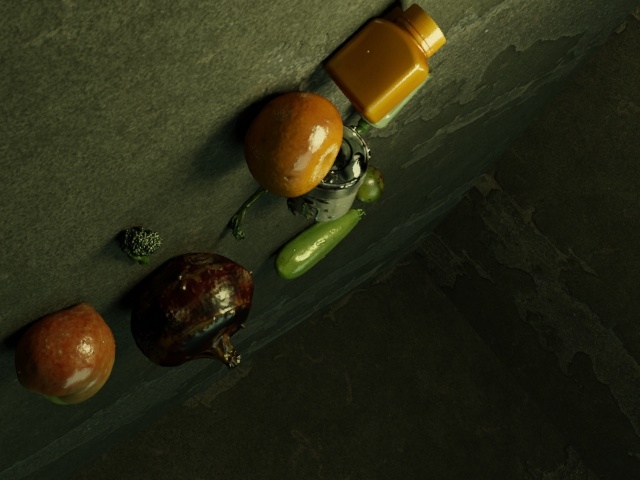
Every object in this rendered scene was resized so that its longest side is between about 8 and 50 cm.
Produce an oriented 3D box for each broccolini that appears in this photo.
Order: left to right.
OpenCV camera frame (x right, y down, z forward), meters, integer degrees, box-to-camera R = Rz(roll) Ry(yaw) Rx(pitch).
[{"bbox_3d":[-0.394,0.013,1.509,0.091,0.068,0.202,-20,177,-20],"label":"broccolini"},{"bbox_3d":[-0.186,-0.072,1.779,0.052,0.054,0.194,0,141,-40],"label":"broccolini"}]

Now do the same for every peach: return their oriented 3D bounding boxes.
[{"bbox_3d":[-0.562,0.245,1.547,0.232,0.232,0.232,-36,167,-10],"label":"peach"}]

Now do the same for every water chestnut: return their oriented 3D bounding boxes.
[{"bbox_3d":[-0.303,0.198,1.786,0.350,0.302,0.350,-32,166,-9],"label":"water chestnut"}]

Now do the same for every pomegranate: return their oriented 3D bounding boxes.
[{"bbox_3d":[0.137,-0.179,2.152,0.130,0.130,0.130,-36,167,-10],"label":"pomegranate"}]

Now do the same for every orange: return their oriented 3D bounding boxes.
[{"bbox_3d":[-0.056,-0.199,1.410,0.224,0.170,0.224,-52,167,-18],"label":"orange"}]

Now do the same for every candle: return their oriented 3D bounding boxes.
[{"bbox_3d":[0.005,-0.147,1.732,0.187,0.187,0.330,-34,167,-19],"label":"candle"}]

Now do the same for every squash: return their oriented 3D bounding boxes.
[{"bbox_3d":[-0.005,-0.006,2.339,0.370,0.118,0.118,-39,168,-13],"label":"squash"}]

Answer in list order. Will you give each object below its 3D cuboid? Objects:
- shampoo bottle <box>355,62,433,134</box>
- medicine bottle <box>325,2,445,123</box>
[{"bbox_3d":[0.162,-0.345,1.683,0.234,0.087,0.118,-46,168,30],"label":"shampoo bottle"},{"bbox_3d":[0.138,-0.365,1.410,0.222,0.149,0.112,-41,168,8],"label":"medicine bottle"}]
